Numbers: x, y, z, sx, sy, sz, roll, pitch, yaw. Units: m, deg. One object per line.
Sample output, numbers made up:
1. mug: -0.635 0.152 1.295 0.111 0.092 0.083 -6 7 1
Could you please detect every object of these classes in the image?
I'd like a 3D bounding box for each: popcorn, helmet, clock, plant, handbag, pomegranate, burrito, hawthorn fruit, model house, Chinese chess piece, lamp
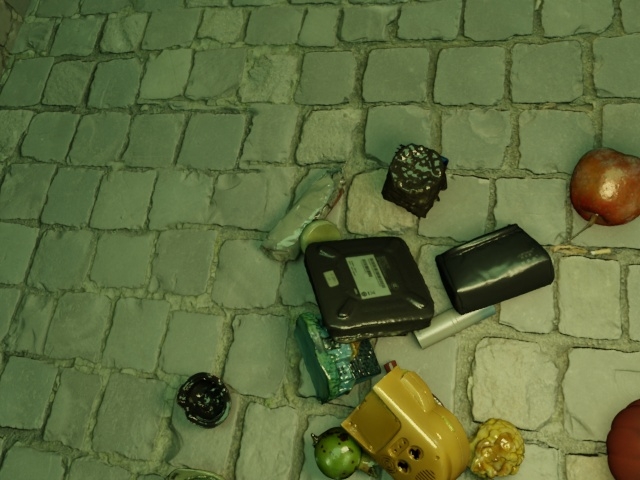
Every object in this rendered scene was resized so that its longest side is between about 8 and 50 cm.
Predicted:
1. popcorn: 0.471 0.573 1.501 0.180 0.180 0.170 -19 33 6
2. helmet: -0.345 0.786 1.636 0.258 0.137 0.204 22 76 14
3. clock: 0.244 0.532 1.502 0.317 0.200 0.244 48 127 22
4. plant: 0.300 -0.183 1.779 0.199 0.276 0.188 27 82 12
5. handbag: 0.498 0.051 1.644 0.302 0.177 0.275 -22 39 6
6. helmet: -0.365 0.509 1.771 0.153 0.107 0.177 -38 84 -5
7. pomegranate: 0.084 0.613 1.594 0.220 0.156 0.156 -2 68 -5
8. burrito: -0.031 -0.106 1.921 0.139 0.101 0.445 34 80 38
9. hawthorn fruit: 0.875 -0.150 1.654 0.235 0.231 0.262 4 111 20
10. model house: 0.073 0.335 1.677 0.241 0.226 0.261 -14 66 -18
11. Chinese chess piece: 0.000 0.000 1.854 0.144 0.144 0.058 -45 29 -5
12. lamp: 0.857 0.537 1.356 0.303 0.257 0.302 5 76 -21

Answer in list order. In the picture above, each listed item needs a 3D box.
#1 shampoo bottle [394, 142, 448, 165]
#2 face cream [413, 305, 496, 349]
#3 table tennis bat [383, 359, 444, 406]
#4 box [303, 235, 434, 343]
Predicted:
1. shampoo bottle: 0.348 -0.283 1.921 0.183 0.050 0.087 29 82 22
2. face cream: 0.407 0.246 1.686 0.250 0.077 0.077 -27 65 3
3. table tennis bat: 0.268 0.511 1.647 0.201 0.038 0.310 -24 69 4
4. box: 0.145 0.134 1.687 0.351 0.091 0.359 -5 48 -16
